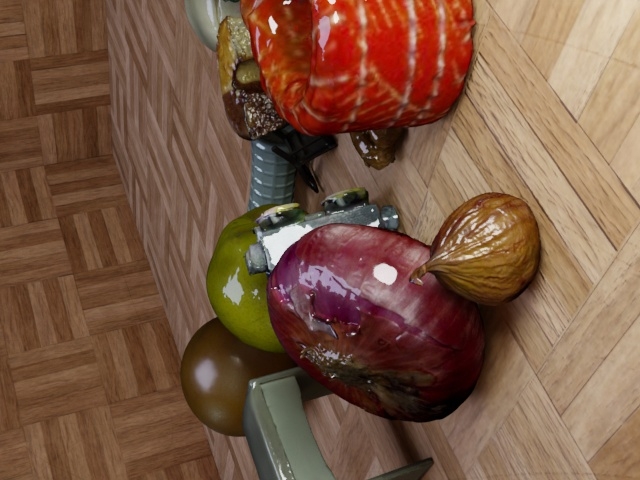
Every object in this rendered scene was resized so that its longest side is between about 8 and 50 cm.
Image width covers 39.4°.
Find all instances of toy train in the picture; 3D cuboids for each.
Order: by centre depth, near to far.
[{"bbox_3d":[0.000,0.000,1.502,0.177,0.261,0.134,94,162,-83],"label":"toy train"}]

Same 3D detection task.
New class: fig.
[{"bbox_3d":[0.173,0.027,1.107,0.134,0.201,0.146,31,137,52],"label":"fig"}]

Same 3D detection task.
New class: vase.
[{"bbox_3d":[-0.099,-0.098,1.880,0.143,0.143,0.298,-123,31,-45],"label":"vase"}]

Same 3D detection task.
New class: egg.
[{"bbox_3d":[-0.195,0.326,2.161,0.351,0.283,0.282,88,160,-51],"label":"egg"}]

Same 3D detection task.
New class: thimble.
[{"bbox_3d":[0.039,-0.317,1.218,0.350,0.231,0.350,167,90,-69],"label":"thimble"}]

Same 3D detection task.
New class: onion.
[{"bbox_3d":[0.096,0.095,1.312,0.348,0.285,0.347,21,144,16],"label":"onion"}]

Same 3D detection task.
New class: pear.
[{"bbox_3d":[-0.082,0.082,1.735,0.294,0.294,0.294,168,90,-70],"label":"pear"}]

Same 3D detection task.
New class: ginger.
[{"bbox_3d":[0.075,-0.198,1.417,0.103,0.073,0.162,107,146,-53],"label":"ginger"}]

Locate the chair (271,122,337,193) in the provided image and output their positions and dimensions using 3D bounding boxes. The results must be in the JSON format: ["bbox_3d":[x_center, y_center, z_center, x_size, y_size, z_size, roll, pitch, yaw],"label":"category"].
[{"bbox_3d":[-0.017,-0.177,1.704,0.212,0.101,0.084,39,-157,-56],"label":"chair"}]

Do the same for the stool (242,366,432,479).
[{"bbox_3d":[0.018,0.360,1.619,0.170,0.270,0.243,106,147,-55],"label":"stool"}]

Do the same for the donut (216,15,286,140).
[{"bbox_3d":[-0.123,-0.286,1.585,0.141,0.085,0.217,-175,73,-69],"label":"donut"}]

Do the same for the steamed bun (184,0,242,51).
[{"bbox_3d":[-0.193,-0.499,1.851,0.200,0.155,0.250,-143,43,-62],"label":"steamed bun"}]

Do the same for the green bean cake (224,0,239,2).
[{"bbox_3d":[-0.213,-0.544,1.678,0.208,0.107,0.193,12,95,49],"label":"green bean cake"}]
